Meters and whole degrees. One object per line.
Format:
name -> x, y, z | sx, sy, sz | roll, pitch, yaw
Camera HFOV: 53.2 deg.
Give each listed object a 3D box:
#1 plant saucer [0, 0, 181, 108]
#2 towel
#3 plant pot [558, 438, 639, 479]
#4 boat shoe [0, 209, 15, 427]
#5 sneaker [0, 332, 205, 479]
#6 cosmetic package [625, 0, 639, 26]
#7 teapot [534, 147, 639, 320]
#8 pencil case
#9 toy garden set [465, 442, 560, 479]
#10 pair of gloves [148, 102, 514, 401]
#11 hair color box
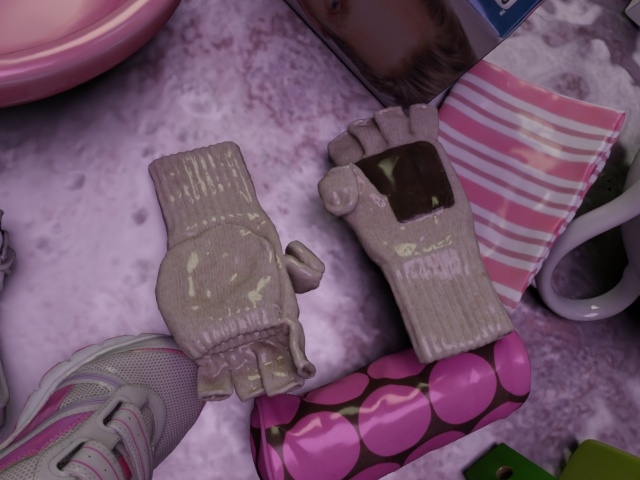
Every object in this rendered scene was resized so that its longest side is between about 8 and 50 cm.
plant saucer -> -0.248, -0.213, 0.416 | 0.332, 0.084, 0.332 | 7, 64, -15
towel -> 0.137, -0.053, 0.518 | 0.144, 0.029, 0.197 | 29, 74, 24
plant pot -> 0.258, 0.309, 0.437 | 0.227, 0.228, 0.207 | 43, 82, -6
boat shoe -> -0.246, 0.003, 0.413 | 0.084, 0.095, 0.258 | -23, 89, -12
sneaker -> -0.145, 0.148, 0.374 | 0.252, 0.111, 0.103 | -41, 123, -43
cosmetic package -> 0.460, -0.248, 0.604 | 0.224, 0.138, 0.225 | 39, 76, -6
teapot -> 0.351, 0.015, 0.520 | 0.256, 0.187, 0.252 | 36, 48, 29
pencil case -> 0.047, 0.120, 0.476 | 0.209, 0.098, 0.095 | -18, 132, -16
toy garden set -> 0.103, 0.266, 0.415 | 0.244, 0.204, 0.049 | -33, 110, -15
pair of gloves -> 0.000, 0.000, 0.459 | 0.240, 0.042, 0.204 | -10, 65, -7
hair color box -> 0.005, -0.267, 0.472 | 0.347, 0.174, 0.105 | 45, 75, -4
